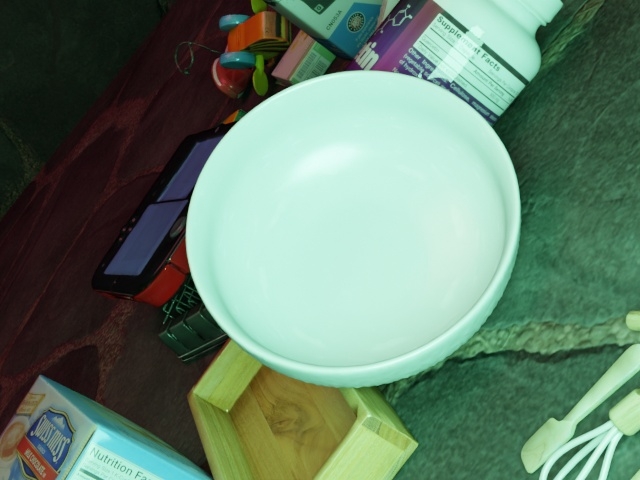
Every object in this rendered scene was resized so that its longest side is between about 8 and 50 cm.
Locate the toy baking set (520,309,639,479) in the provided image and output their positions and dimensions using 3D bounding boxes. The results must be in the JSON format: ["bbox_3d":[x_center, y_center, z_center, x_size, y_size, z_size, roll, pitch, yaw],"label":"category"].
[{"bbox_3d":[0.245,0.132,0.819,0.197,0.030,0.256,-60,23,-10],"label":"toy baking set"}]

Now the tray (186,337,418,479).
[{"bbox_3d":[-0.038,0.202,1.243,0.203,0.076,0.411,-54,21,6],"label":"tray"}]

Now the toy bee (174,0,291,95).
[{"bbox_3d":[-0.134,-0.394,2.143,0.298,0.162,0.195,26,108,48],"label":"toy bee"}]

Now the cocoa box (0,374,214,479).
[{"bbox_3d":[-0.277,0.335,1.330,0.228,0.231,0.347,-60,23,-10],"label":"cocoa box"}]

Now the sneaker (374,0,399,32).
[{"bbox_3d":[0.128,-0.255,1.489,0.126,0.127,0.321,-87,13,-61],"label":"sneaker"}]

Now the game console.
[{"bbox_3d":[-0.241,-0.051,1.790,0.342,0.060,0.386,-63,22,-12],"label":"game console"}]

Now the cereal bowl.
[{"bbox_3d":[0.038,-0.001,1.135,0.339,0.339,0.141,-64,-18,-19],"label":"cereal bowl"}]

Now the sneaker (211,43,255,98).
[{"bbox_3d":[-0.153,-0.398,2.282,0.128,0.087,0.221,-42,27,34],"label":"sneaker"}]

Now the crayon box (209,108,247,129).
[{"bbox_3d":[-0.203,-0.084,1.954,0.165,0.081,0.278,-24,38,53],"label":"crayon box"}]

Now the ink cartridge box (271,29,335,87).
[{"bbox_3d":[-0.026,-0.363,2.018,0.171,0.056,0.235,-56,24,1],"label":"ink cartridge box"}]

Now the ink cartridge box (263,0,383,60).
[{"bbox_3d":[-0.008,-0.476,1.797,0.223,0.307,0.129,-55,22,4],"label":"ink cartridge box"}]

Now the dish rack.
[{"bbox_3d":[-0.148,0.041,1.691,0.208,0.074,0.271,-28,33,47],"label":"dish rack"}]

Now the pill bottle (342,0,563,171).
[{"bbox_3d":[0.132,-0.189,1.288,0.323,0.181,0.181,-51,23,12],"label":"pill bottle"}]
